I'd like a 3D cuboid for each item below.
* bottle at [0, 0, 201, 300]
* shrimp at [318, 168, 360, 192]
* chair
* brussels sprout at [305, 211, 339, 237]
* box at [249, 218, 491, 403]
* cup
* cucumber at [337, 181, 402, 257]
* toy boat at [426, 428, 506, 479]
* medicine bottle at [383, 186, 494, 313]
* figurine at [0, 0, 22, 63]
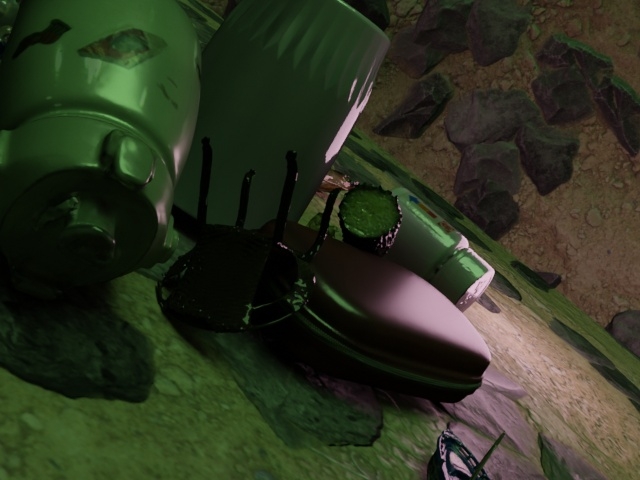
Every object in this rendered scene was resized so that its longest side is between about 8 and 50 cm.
[{"bbox_3d":[-0.230,-0.092,0.763,0.229,0.229,0.351,27,38,-32],"label":"bottle"},{"bbox_3d":[-0.026,-0.157,1.707,0.254,0.059,0.145,15,17,-43],"label":"shrimp"},{"bbox_3d":[-0.081,0.005,0.857,0.174,0.213,0.149,13,-11,21],"label":"chair"},{"bbox_3d":[0.000,0.000,1.308,0.085,0.058,0.085,44,-17,17],"label":"brussels sprout"},{"bbox_3d":[0.067,0.102,1.047,0.404,0.108,0.263,22,20,-42],"label":"box"},{"bbox_3d":[-0.081,-0.185,1.112,0.253,0.371,0.253,32,9,-6],"label":"cup"},{"bbox_3d":[0.074,-0.007,1.269,0.096,0.096,0.359,39,-8,8],"label":"cucumber"},{"bbox_3d":[0.173,0.253,0.839,0.091,0.110,0.175,32,14,-18],"label":"toy boat"},{"bbox_3d":[0.202,0.024,1.492,0.254,0.152,0.152,44,17,21],"label":"medicine bottle"},{"bbox_3d":[-0.396,-0.254,1.072,0.194,0.133,0.274,15,36,-47],"label":"figurine"}]
